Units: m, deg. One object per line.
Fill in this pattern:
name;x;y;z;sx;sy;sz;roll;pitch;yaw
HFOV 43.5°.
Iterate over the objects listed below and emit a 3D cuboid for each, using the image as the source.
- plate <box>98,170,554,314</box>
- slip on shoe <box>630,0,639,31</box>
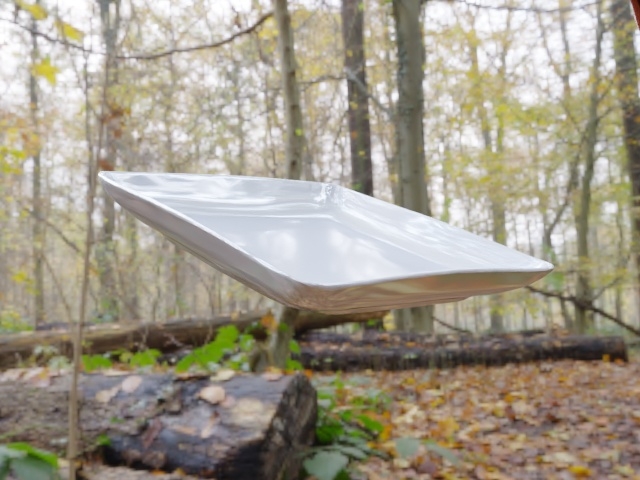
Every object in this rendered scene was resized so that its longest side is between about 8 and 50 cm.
plate;0.000;0.000;0.656;0.278;0.045;0.277;-1;19;-43
slip on shoe;0.140;-0.147;0.291;0.123;0.101;0.331;-23;-44;29
